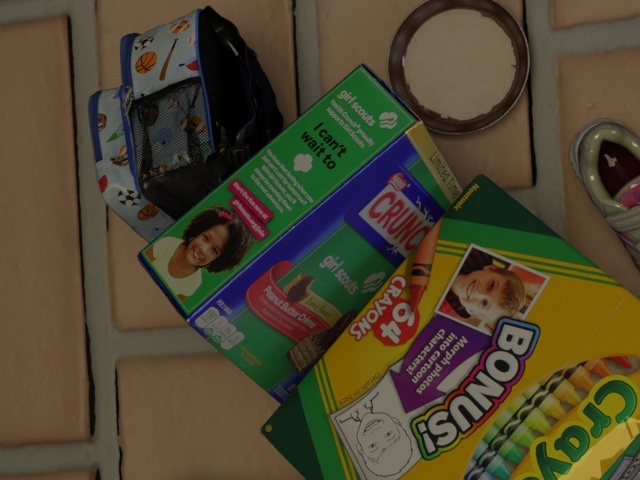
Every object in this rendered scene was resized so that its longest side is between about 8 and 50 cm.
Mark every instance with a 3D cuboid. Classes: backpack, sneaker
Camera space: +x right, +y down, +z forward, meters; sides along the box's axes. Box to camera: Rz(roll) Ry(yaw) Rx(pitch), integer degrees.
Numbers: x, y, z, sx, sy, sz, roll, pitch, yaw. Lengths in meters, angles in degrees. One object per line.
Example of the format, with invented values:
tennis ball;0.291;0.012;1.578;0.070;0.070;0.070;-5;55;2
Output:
backpack;-0.141;-0.122;1.815;0.213;0.276;0.263;-10;64;13
sneaker;0.359;-0.029;1.738;0.103;0.111;0.252;-42;78;10

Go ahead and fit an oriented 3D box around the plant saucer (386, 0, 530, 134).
plant saucer;0.162;-0.205;1.844;0.169;0.029;0.168;-1;86;15

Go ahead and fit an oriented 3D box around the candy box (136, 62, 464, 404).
candy box;0.000;0.000;1.719;0.317;0.268;0.122;-42;58;-1

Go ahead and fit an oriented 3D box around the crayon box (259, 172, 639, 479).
crayon box;0.169;0.167;1.618;0.363;0.106;0.313;-50;59;3

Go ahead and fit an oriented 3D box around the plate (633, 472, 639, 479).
plate;0.271;0.364;1.777;0.277;0.045;0.278;-38;79;12
